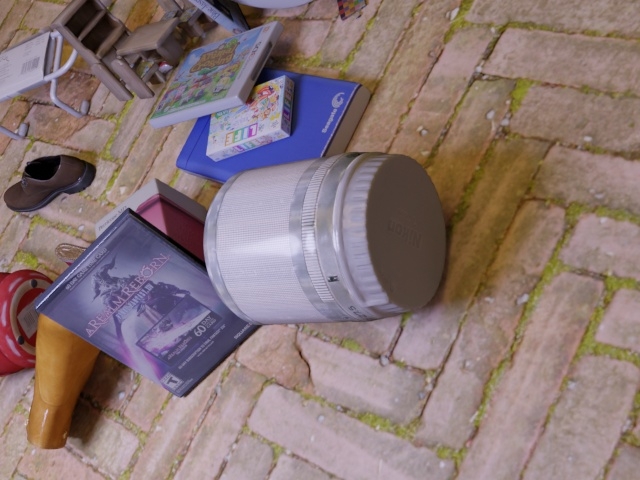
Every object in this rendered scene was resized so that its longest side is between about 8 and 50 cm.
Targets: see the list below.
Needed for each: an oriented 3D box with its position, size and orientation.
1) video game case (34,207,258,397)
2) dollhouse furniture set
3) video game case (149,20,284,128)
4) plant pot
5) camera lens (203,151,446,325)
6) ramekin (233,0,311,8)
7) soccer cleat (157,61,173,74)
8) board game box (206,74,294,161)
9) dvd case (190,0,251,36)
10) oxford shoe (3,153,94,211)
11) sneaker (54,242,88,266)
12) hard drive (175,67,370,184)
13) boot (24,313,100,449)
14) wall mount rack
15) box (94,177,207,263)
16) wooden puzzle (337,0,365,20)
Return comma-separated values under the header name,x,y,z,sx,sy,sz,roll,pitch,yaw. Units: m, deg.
name,x,y,z,sx,sy,sz,roll,pitch,yaw
video game case,-0.235,0.098,1.339,0.196,0.274,0.026,-43,34,12
dollhouse furniture set,-0.363,-0.390,1.743,0.242,0.161,0.212,4,53,48
video game case,-0.179,-0.283,1.599,0.212,0.023,0.193,-9,45,38
plant pot,-0.550,0.145,1.626,0.174,0.191,0.191,-7,63,27
camera lens,0.000,0.000,1.240,0.274,0.219,0.219,-6,63,36
ramekin,-0.099,-0.502,1.562,0.277,0.277,0.135,-1,74,38
soccer cleat,-0.314,-0.323,1.797,0.083,0.029,0.036,-2,77,39
board game box,-0.114,-0.196,1.511,0.154,0.026,0.103,-15,58,32
dvd case,-0.227,-0.460,1.644,0.022,0.253,0.180,-41,48,18
oxford shoe,-0.554,-0.122,1.831,0.227,0.096,0.083,-22,57,30
sneaker,-0.410,0.039,1.674,0.118,0.067,0.042,18,74,12
hard drive,-0.086,-0.179,1.528,0.318,0.040,0.210,18,79,43
boot,-0.401,0.218,1.449,0.295,0.104,0.211,132,152,-75
wall mount rack,-0.578,-0.381,1.976,0.350,0.130,0.304,-12,64,33
box,-0.253,0.045,1.480,0.148,0.127,0.232,-35,50,19
wooden puzzle,0.052,-0.397,1.561,0.049,0.006,0.083,-27,53,25
